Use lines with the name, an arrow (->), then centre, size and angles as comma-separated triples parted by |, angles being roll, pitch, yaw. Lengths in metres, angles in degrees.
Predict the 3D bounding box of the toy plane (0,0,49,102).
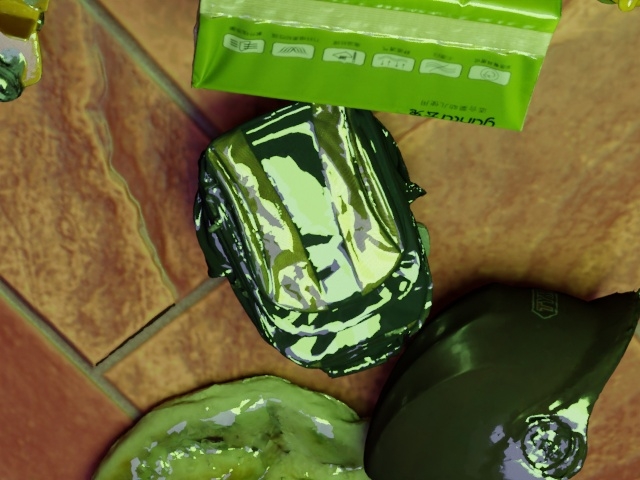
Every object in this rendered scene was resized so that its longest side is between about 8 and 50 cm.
toy plane -> -0.375, -0.243, 1.546 | 0.316, 0.103, 0.204 | 16, 113, -1

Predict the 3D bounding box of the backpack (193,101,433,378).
backpack -> 0.000, 0.000, 1.640 | 0.206, 0.133, 0.258 | -22, 100, 2

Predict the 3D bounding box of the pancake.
pancake -> -0.062, 0.312, 1.828 | 0.387, 0.082, 0.387 | 1, 113, 1

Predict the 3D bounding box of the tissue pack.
tissue pack -> 0.043, -0.222, 1.483 | 0.274, 0.200, 0.167 | 6, 146, -4

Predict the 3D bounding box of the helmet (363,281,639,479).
helmet -> 0.150, 0.144, 1.682 | 0.177, 0.225, 0.305 | 24, 107, 1

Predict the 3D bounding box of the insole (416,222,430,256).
insole -> 0.006, 0.007, 1.719 | 0.192, 0.010, 0.063 | -3, 116, 1

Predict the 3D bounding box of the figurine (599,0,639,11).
figurine -> 0.276, -0.291, 1.543 | 0.141, 0.166, 0.250 | -7, 93, 42
